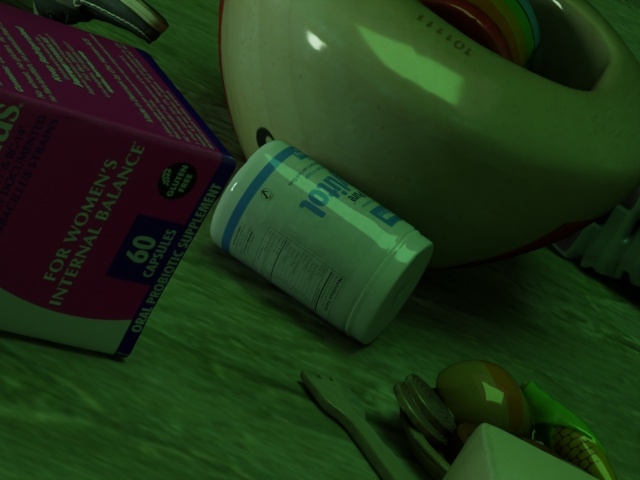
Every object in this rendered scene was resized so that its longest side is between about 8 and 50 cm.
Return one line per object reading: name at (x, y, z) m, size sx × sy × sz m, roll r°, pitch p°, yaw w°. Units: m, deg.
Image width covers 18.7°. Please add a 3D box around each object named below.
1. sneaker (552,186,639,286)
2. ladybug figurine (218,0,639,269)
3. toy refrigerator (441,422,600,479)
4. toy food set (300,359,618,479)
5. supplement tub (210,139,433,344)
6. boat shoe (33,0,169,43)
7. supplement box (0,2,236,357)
sneaker at (0.281, 0.019, 1.445) m, size 0.236 × 0.095 × 0.104 m, roll 36°, pitch 10°, yaw 21°
ladybug figurine at (0.070, -0.101, 1.277) m, size 0.305 × 0.162 × 0.449 m, roll 35°, pitch 22°, yaw 7°
toy refrigerator at (0.078, 0.176, 0.651) m, size 0.094 × 0.102 × 0.269 m, roll 27°, pitch 17°, yaw -10°
toy food set at (0.095, 0.103, 0.983) m, size 0.192 × 0.038 × 0.132 m, roll 15°, pitch 23°, yaw -40°
supplement tub at (0.000, 0.000, 1.063) m, size 0.107 × 0.071 × 0.071 m, roll 33°, pitch 17°, yaw 12°
boat shoe at (-0.171, -0.164, 1.277) m, size 0.152 × 0.049 × 0.056 m, roll 30°, pitch -2°, yaw 14°
supplement box at (-0.166, -0.041, 0.837) m, size 0.220 × 0.111 × 0.114 m, roll 16°, pitch 23°, yaw -38°
